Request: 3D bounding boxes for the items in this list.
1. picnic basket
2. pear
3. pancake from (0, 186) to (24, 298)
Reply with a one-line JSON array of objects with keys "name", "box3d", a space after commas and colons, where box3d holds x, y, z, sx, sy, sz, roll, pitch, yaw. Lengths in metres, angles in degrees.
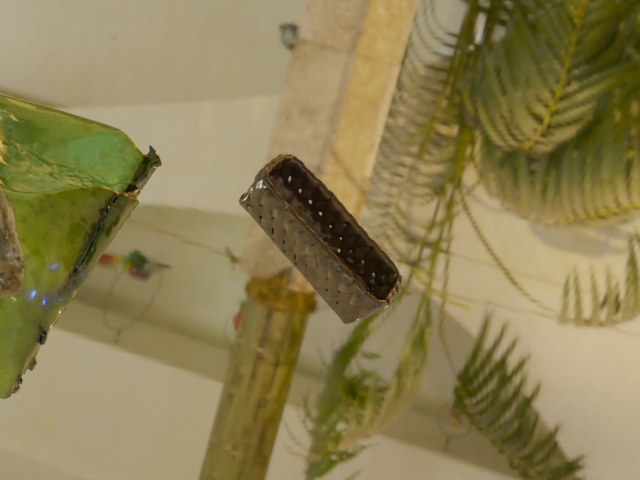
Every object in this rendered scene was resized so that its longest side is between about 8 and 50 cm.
[{"name": "picnic basket", "box3d": [0.000, 0.000, 1.218, 0.193, 0.055, 0.110, 47, -154, -2]}, {"name": "pear", "box3d": [-0.275, -0.041, 0.908, 0.292, 0.159, 0.292, 22, -157, -10]}, {"name": "pancake", "box3d": [-0.221, -0.018, 0.644, 0.139, 0.139, 0.022, 18, -138, 18]}]
